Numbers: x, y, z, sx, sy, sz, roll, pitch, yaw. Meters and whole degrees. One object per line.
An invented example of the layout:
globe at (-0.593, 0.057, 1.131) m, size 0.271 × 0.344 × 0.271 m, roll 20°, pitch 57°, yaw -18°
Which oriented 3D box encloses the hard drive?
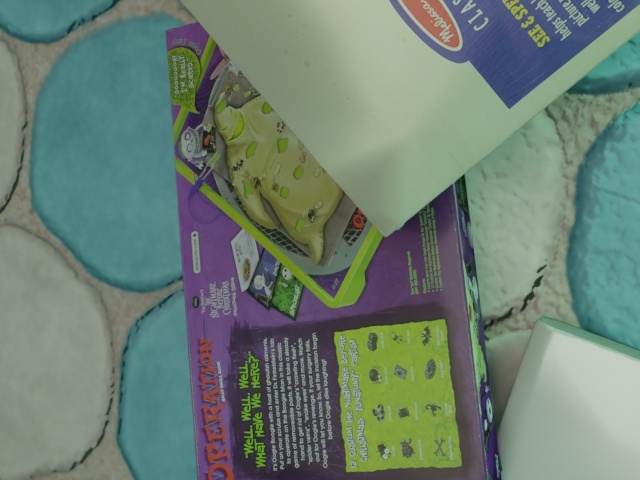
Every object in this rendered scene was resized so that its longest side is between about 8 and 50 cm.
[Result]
hard drive at (0.186, 0.227, 0.555) m, size 0.203 × 0.040 × 0.307 m, roll 20°, pitch 100°, yaw 22°

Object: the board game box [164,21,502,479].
board game box at (0.000, 0.000, 0.605) m, size 0.208 × 0.056 × 0.346 m, roll -8°, pitch 81°, yaw 19°

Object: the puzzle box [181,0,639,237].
puzzle box at (0.010, -0.238, 0.495) m, size 0.272 × 0.052 × 0.409 m, roll -39°, pitch 93°, yaw 14°
